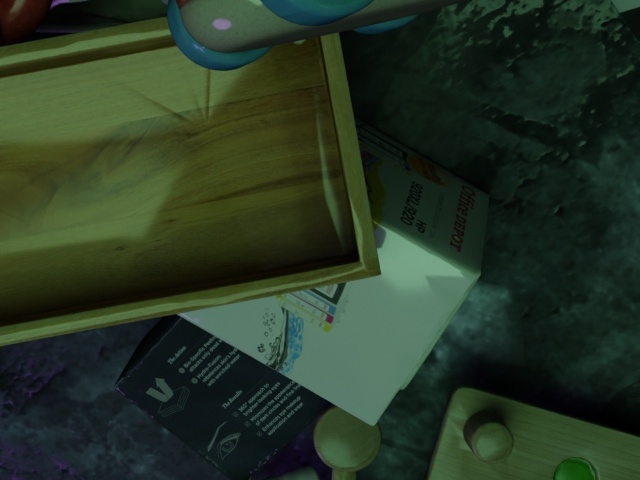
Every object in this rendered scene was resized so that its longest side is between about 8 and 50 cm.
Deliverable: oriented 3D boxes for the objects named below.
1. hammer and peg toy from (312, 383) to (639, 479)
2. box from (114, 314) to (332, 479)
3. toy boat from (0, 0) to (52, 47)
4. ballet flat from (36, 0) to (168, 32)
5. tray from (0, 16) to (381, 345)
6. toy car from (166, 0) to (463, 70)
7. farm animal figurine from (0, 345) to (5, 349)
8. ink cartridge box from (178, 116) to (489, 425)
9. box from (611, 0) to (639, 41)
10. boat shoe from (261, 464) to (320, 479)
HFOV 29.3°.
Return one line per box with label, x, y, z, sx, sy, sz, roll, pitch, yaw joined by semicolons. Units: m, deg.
hammer and peg toy;0.149;0.271;1.090;0.361;0.127;0.266;15;92;-1
box;-0.077;0.116;1.139;0.158;0.093;0.156;40;117;-9
toy boat;-0.261;-0.228;0.827;0.151;0.151;0.231;-10;112;-14
ballet flat;-0.142;-0.212;0.977;0.400;0.139;0.139;-1;115;12
tray;-0.177;-0.039;0.875;0.410;0.076;0.203;-10;93;-1
toy car;-0.003;-0.240;0.711;0.210;0.219;0.238;-16;96;-18
farm animal figurine;-0.457;0.114;1.189;0.330;0.172;0.327;11;129;-2
ink cartridge box;0.000;0.000;1.024;0.232;0.171;0.168;30;117;-3
box;0.215;-0.263;0.880;0.244;0.060;0.100;51;155;-18
boat shoe;0.034;0.350;1.210;0.156;0.136;0.367;-28;121;-4
